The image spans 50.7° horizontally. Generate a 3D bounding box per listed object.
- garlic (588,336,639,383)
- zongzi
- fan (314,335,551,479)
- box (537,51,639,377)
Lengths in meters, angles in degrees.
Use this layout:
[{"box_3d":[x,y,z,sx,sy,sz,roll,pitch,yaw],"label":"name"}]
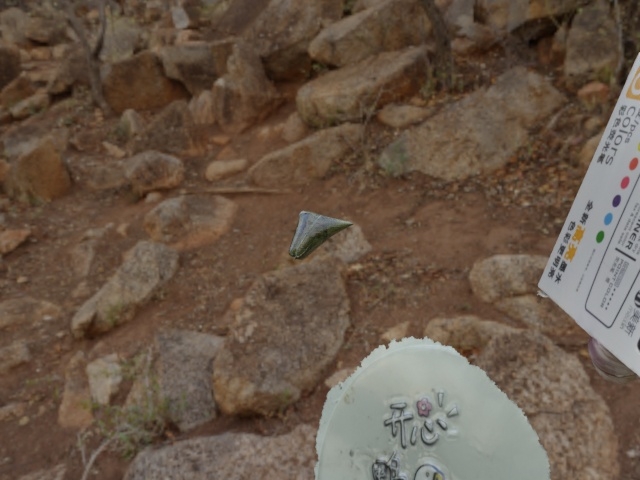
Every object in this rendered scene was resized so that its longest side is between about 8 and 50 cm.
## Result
[{"box_3d":[0.477,0.149,1.029,0.147,0.159,0.102,-24,55,-11],"label":"garlic"},{"box_3d":[0.000,0.000,1.364,0.113,0.104,0.052,14,-6,13],"label":"zongzi"},{"box_3d":[0.071,0.272,0.467,0.012,0.415,0.233,13,-24,-38],"label":"fan"},{"box_3d":[0.324,-0.027,0.605,0.091,0.274,0.221,15,14,-13],"label":"box"}]
